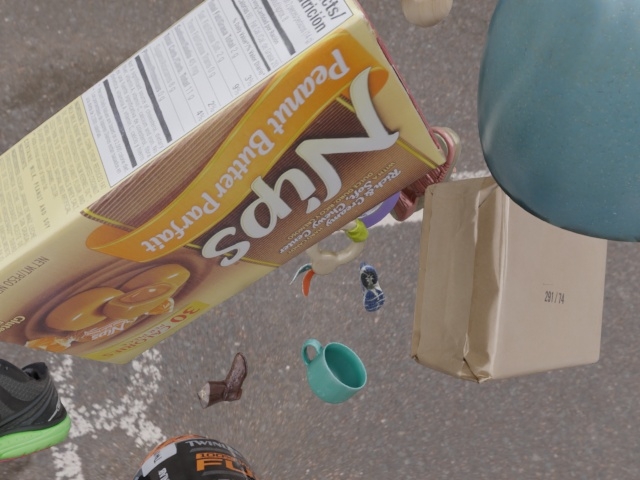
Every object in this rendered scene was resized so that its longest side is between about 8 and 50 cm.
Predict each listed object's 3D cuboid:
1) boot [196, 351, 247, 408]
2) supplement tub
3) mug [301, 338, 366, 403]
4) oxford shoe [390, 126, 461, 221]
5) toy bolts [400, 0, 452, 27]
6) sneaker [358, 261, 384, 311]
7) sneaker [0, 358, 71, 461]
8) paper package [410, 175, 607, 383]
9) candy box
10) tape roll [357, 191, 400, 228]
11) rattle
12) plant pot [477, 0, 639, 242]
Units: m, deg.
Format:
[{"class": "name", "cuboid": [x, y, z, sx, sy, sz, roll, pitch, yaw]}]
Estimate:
[{"class": "boot", "cuboid": [-0.201, 0.284, 1.304, 0.037, 0.114, 0.106, 2, 86, 35]}, {"class": "supplement tub", "cuboid": [-0.154, 0.385, 0.845, 0.194, 0.316, 0.193, -2, 95, -22]}, {"class": "mug", "cuboid": [0.025, 0.315, 1.539, 0.130, 0.097, 0.157, 4, 46, -47]}, {"class": "oxford shoe", "cuboid": [0.262, -0.179, 1.551, 0.147, 0.397, 0.140, -27, 81, -18]}, {"class": "toy bolts", "cuboid": [0.136, -0.369, 0.784, 0.229, 0.158, 0.218, -27, 36, -22]}, {"class": "sneaker", "cuboid": [0.118, 0.107, 1.515, 0.052, 0.135, 0.058, -12, 32, -6]}, {"class": "sneaker", "cuboid": [-0.624, 0.293, 1.074, 0.186, 0.483, 0.202, -16, 80, 10]}, {"class": "paper package", "cuboid": [0.323, 0.059, 1.068, 0.325, 0.168, 0.309, 4, 92, -40]}, {"class": "candy box", "cuboid": [-0.086, -0.034, 0.442, 0.317, 0.183, 0.087, -33, 63, 11]}, {"class": "tape roll", "cuboid": [0.070, -0.119, 1.348, 0.189, 0.188, 0.080, -17, 36, -15]}, {"class": "rattle", "cuboid": [0.000, 0.000, 1.335, 0.130, 0.199, 0.142, 3, 44, -40]}, {"class": "plant pot", "cuboid": [0.259, -0.172, 0.511, 0.291, 0.195, 0.290, -13, 52, 17]}]
